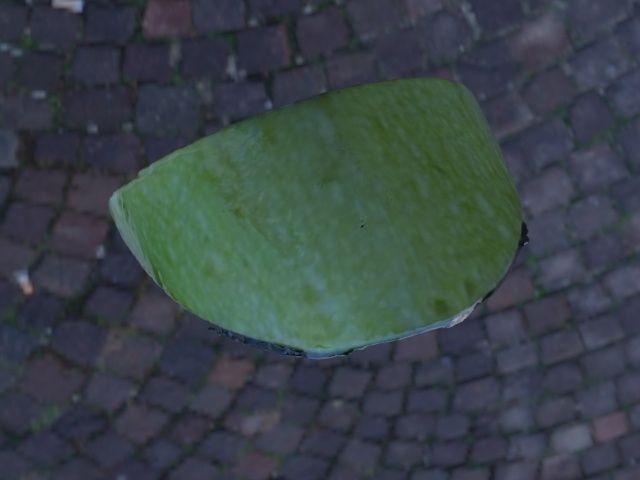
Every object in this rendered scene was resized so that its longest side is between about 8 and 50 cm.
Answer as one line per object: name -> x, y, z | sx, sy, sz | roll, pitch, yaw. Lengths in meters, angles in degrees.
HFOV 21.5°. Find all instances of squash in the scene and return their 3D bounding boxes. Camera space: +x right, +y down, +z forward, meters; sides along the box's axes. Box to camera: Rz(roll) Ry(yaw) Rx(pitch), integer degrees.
squash -> 0.000, 0.000, 0.955 | 0.236, 0.155, 0.204 | -19, 172, 1
